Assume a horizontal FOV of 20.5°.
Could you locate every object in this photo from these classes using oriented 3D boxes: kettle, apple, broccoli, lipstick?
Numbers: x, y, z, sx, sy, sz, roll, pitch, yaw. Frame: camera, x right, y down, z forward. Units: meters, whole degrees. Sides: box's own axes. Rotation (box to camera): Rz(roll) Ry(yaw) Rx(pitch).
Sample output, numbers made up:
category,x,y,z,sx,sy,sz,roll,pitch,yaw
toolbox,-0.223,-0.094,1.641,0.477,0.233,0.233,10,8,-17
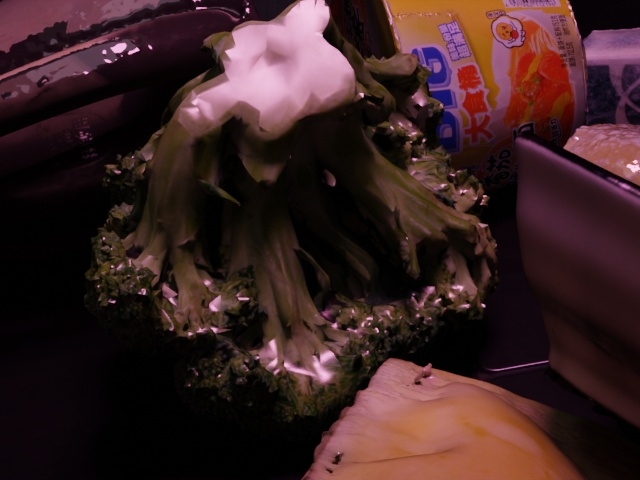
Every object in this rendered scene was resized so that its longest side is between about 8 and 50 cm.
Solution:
category,x,y,z,sx,sy,sz,roll,pitch,yaw
kettle,-0.188,-0.088,1.299,0.324,0.228,0.321,-22,0,1
apple,0.088,0.145,0.812,0.193,0.120,0.265,18,12,7
broccoli,-0.019,-0.021,1.103,0.265,0.245,0.294,20,60,20
lipstick,0.332,-0.124,1.347,0.289,0.077,0.076,1,28,29

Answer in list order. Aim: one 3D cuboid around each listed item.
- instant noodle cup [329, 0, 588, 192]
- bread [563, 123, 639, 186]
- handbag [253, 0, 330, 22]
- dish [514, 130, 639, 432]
category,x,y,z,sx,sy,sz,roll,pitch,yaw
instant noodle cup,0.101,-0.121,1.317,0.153,0.205,0.205,-11,23,-13
bread,0.278,-0.030,1.082,0.207,0.056,0.286,15,10,27
handbag,-0.023,-0.211,1.501,0.326,0.239,0.089,-6,22,14
dish,0.204,0.068,0.850,0.106,0.316,0.316,-59,32,1
